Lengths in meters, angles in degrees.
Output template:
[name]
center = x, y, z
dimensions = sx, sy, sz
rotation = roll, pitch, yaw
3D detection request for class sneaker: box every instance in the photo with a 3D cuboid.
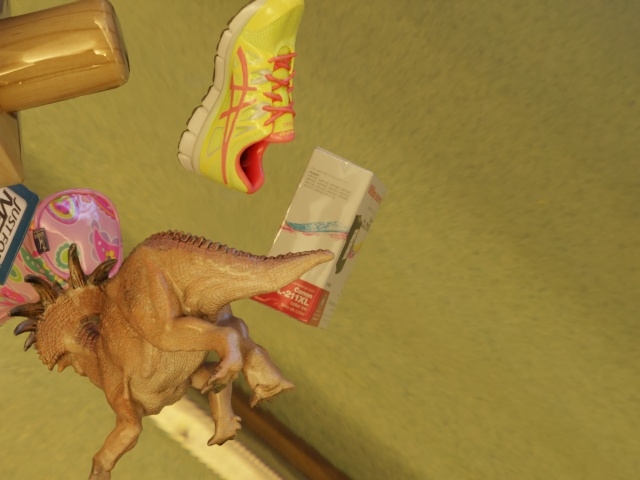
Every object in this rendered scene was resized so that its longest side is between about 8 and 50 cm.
[sneaker]
center = -0.052, -0.134, 1.278
dimensions = 0.094, 0.081, 0.208
rotation = 37, 122, 22

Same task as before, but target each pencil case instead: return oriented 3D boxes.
[pencil case]
center = -0.338, 0.030, 1.580
dimensions = 0.124, 0.284, 0.124
rotation = 15, 67, -39

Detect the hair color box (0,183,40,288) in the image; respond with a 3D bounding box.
[hair color box]
center = -0.438, -0.070, 1.210
dimensions = 0.347, 0.174, 0.105
rotation = 38, 52, -33

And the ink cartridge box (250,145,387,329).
[ink cartridge box]
center = 0.000, 0.000, 1.493
dimensions = 0.072, 0.127, 0.175
rotation = 24, 89, 12

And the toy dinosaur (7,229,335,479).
[toy dinosaur]
center = -0.131, 0.058, 1.058
dimensions = 0.296, 0.127, 0.200
rotation = -44, 65, 33

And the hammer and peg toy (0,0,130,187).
[hammer and peg toy]
center = -0.172, -0.205, 0.461
dimensions = 0.127, 0.361, 0.266
rotation = -13, 59, 1
